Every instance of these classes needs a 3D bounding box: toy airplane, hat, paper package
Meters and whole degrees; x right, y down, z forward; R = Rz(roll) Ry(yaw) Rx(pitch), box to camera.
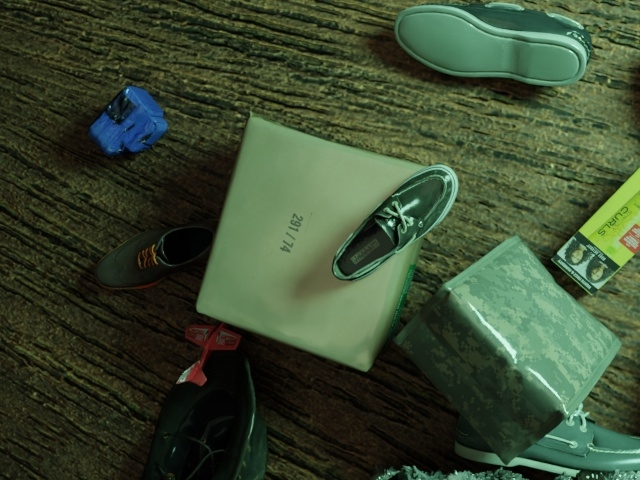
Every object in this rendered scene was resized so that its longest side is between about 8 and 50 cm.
[{"bbox_3d":[-0.190,0.186,1.328,0.151,0.151,0.028,-30,124,12],"label":"toy airplane"},{"bbox_3d":[-0.162,0.348,1.286,0.134,0.331,0.331,32,98,-28],"label":"hat"},{"bbox_3d":[0.000,0.000,1.244,0.310,0.168,0.324,18,95,14],"label":"paper package"}]

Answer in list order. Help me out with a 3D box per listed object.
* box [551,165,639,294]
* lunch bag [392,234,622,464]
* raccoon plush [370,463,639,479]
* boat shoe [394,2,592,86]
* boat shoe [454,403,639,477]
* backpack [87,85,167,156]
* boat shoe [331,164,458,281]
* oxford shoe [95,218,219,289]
[{"bbox_3d":[0.453,-0.031,1.159,0.087,0.058,0.232,45,117,11],"label":"box"},{"bbox_3d":[0.286,0.136,1.139,0.235,0.287,0.169,47,132,15],"label":"lunch bag"},{"bbox_3d":[0.250,0.422,1.146,0.447,0.299,0.216,0,82,1],"label":"raccoon plush"},{"bbox_3d":[0.268,-0.316,1.234,0.303,0.091,0.114,20,137,13],"label":"boat shoe"},{"bbox_3d":[0.361,0.289,1.179,0.320,0.116,0.099,2,91,20],"label":"boat shoe"},{"bbox_3d":[-0.340,-0.198,1.379,0.120,0.098,0.101,-40,83,9],"label":"backpack"},{"bbox_3d":[0.104,-0.020,1.096,0.219,0.070,0.078,-45,83,10],"label":"boat shoe"},{"bbox_3d":[-0.282,0.020,1.357,0.271,0.098,0.096,-20,84,13],"label":"oxford shoe"}]
